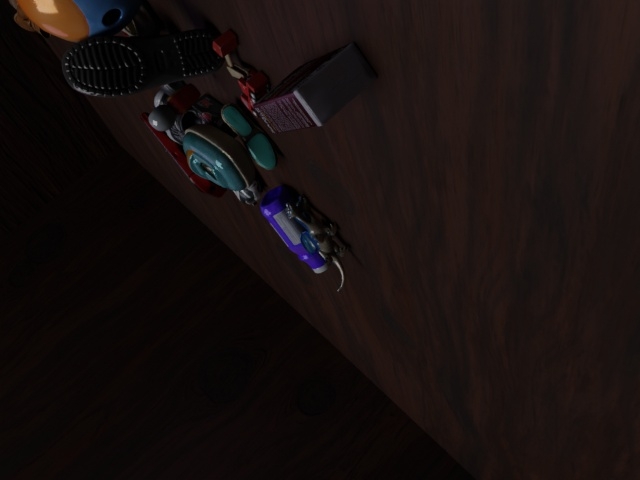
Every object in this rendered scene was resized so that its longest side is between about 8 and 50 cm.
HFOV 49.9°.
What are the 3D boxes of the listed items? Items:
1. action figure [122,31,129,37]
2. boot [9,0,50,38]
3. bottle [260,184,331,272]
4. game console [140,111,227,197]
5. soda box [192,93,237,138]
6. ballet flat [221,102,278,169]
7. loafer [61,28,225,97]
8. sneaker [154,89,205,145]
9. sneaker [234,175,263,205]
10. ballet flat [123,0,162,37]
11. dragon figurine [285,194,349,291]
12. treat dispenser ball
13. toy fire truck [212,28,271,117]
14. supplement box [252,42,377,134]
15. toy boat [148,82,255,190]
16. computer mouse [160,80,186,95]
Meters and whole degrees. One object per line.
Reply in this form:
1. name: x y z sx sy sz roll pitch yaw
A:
1. action figure: -0.683 -0.674 2.085 0.280 0.091 0.139 55 147 8
2. boot: -1.350 -1.038 3.273 0.220 0.109 0.283 42 159 9
3. bottle: -0.065 -0.025 2.029 0.283 0.092 0.118 54 -156 -24
4. game console: -0.494 -0.302 2.521 0.342 0.060 0.386 46 -179 3
5. soda box: -0.287 -0.345 1.923 0.169 0.060 0.053 38 163 35
6. ballet flat: -0.179 -0.277 1.803 0.206 0.073 0.067 54 -167 -16
7. loafer: -0.396 -0.399 1.571 0.130 0.366 0.133 -111 17 -77
8. sneaker: -0.439 -0.371 2.243 0.153 0.101 0.268 40 165 27
9. sneaker: -0.262 -0.183 2.237 0.235 0.094 0.153 10 133 53
10. ballet flat: -0.530 -0.636 1.756 0.107 0.106 0.316 27 155 56
11. dragon figurine: 0.000 0.000 1.945 0.144 0.085 0.289 33 156 54
12. treat dispenser ball: -0.537 -0.586 1.520 0.288 0.288 0.288 45 167 14
13. toy fire truck: -0.171 -0.365 1.526 0.135 0.047 0.192 46 168 10
14. supplement box: -0.017 -0.253 1.177 0.073 0.130 0.239 52 165 -17
15. toy boat: -0.324 -0.258 1.834 0.267 0.148 0.318 29 159 45
16. computer mouse: -0.509 -0.523 2.119 0.262 0.060 0.184 52 165 -18
